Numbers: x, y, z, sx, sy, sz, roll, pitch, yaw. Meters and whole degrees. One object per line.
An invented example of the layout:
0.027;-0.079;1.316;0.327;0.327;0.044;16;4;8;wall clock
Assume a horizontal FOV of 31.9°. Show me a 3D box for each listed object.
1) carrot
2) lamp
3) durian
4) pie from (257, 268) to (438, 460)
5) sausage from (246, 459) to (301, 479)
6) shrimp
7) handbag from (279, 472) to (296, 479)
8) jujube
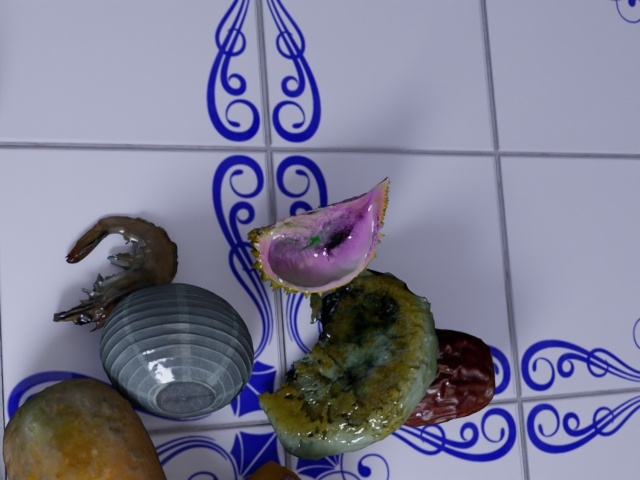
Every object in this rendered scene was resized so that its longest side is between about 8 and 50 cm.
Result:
-0.344;0.389;1.733;0.224;0.224;0.340;-26;72;-25;carrot
-0.231;0.178;1.844;0.265;0.233;0.233;7;79;-17;lamp
0.000;0.009;2.004;0.261;0.154;0.186;-7;79;-6;durian
0.058;0.219;1.959;0.371;0.297;0.078;-63;144;-20;pie
-0.159;0.532;1.885;0.354;0.116;0.134;-46;126;-19;sausage
-0.357;0.048;1.902;0.253;0.058;0.173;-25;85;-28;shrimp
-0.088;0.544;1.808;0.275;0.084;0.260;-44;139;-21;handbag
0.195;0.247;2.045;0.243;0.183;0.183;-2;82;-1;jujube
